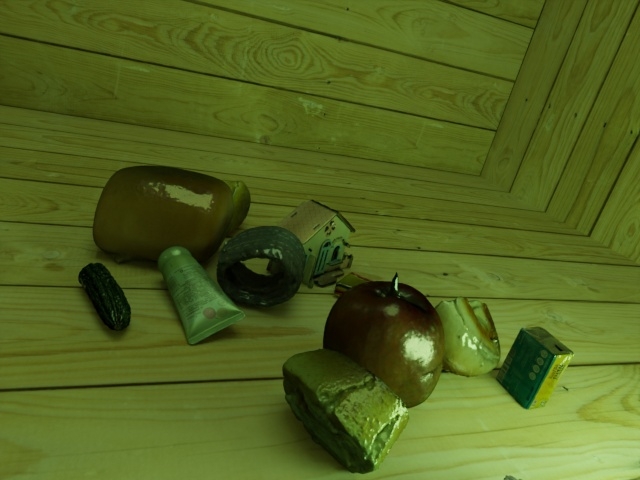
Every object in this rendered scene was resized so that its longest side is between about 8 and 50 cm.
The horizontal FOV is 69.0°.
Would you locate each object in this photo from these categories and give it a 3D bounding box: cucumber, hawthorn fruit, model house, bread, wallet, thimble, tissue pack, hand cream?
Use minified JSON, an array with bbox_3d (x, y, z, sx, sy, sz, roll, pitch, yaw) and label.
[{"bbox_3d":[-0.511,0.134,1.117,0.077,0.077,0.265,-9,34,-42],"label":"cucumber"},{"bbox_3d":[0.135,0.206,1.016,0.268,0.300,0.267,1,26,0],"label":"hawthorn fruit"},{"bbox_3d":[0.000,0.000,1.492,0.169,0.244,0.326,28,26,35],"label":"model house"},{"bbox_3d":[-0.339,-0.131,1.668,0.171,0.197,0.197,12,22,9],"label":"bread"},{"bbox_3d":[0.176,0.166,1.432,0.241,0.067,0.141,21,22,18],"label":"wallet"},{"bbox_3d":[-0.162,0.071,1.280,0.237,0.205,0.172,15,24,0],"label":"thimble"},{"bbox_3d":[0.363,0.255,1.196,0.314,0.171,0.191,8,53,-58],"label":"bread"},{"bbox_3d":[-0.458,-0.091,1.425,0.377,0.252,0.348,13,25,-5],"label":"bread"},{"bbox_3d":[0.532,0.315,1.161,0.082,0.169,0.120,6,23,-25],"label":"tissue pack"},{"bbox_3d":[-0.323,0.126,1.188,0.147,0.093,0.306,-25,47,-24],"label":"hand cream"},{"bbox_3d":[0.031,0.314,0.871,0.257,0.185,0.124,27,43,37],"label":"bread"}]

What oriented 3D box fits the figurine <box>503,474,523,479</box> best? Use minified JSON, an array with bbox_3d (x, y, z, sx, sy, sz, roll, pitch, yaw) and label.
[{"bbox_3d":[0.366,0.483,0.747,0.175,0.115,0.240,18,17,4],"label":"figurine"}]
